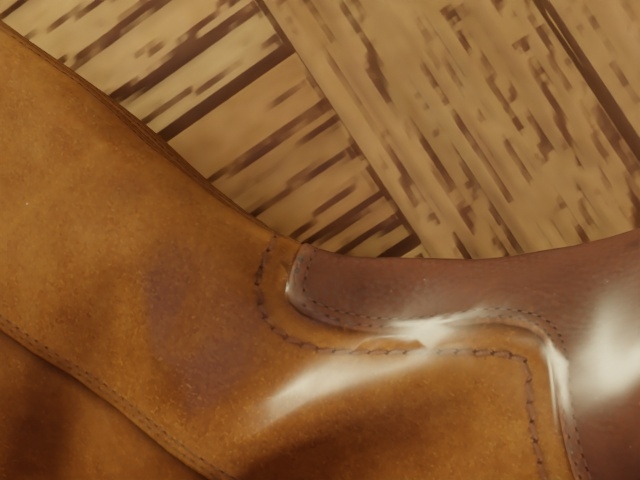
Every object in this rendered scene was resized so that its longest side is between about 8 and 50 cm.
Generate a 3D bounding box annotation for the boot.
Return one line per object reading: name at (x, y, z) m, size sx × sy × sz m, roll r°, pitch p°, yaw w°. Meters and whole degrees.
boot at (0.000, 0.000, 0.493) m, size 0.280 × 0.096 × 0.264 m, roll 32°, pitch 111°, yaw 15°
